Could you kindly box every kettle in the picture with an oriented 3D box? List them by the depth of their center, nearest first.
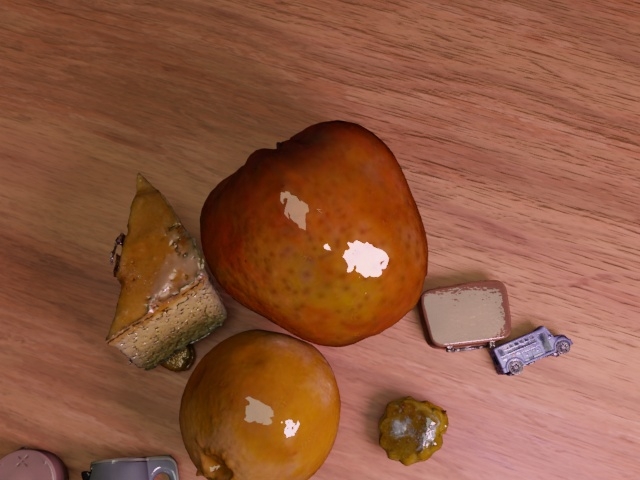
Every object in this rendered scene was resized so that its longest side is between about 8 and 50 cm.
[{"bbox_3d":[-0.385,0.571,1.298,0.210,0.160,0.243,1,69,-16],"label":"kettle"}]

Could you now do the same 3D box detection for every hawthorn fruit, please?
[{"bbox_3d":[0.000,0.000,1.282,0.472,0.472,0.472,0,76,2],"label":"hawthorn fruit"}]

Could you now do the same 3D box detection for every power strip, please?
[{"bbox_3d":[-0.621,0.517,1.339,0.154,0.078,0.154,0,69,0],"label":"power strip"}]

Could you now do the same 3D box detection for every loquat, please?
[{"bbox_3d":[-0.115,0.338,1.253,0.328,0.328,0.328,0,76,2],"label":"loquat"}]

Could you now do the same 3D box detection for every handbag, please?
[{"bbox_3d":[0.322,0.170,1.403,0.193,0.072,0.151,-9,75,-2],"label":"handbag"}]

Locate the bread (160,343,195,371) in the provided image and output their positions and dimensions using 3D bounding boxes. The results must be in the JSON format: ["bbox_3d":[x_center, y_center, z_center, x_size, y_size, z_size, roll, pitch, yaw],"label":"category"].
[{"bbox_3d":[-0.325,0.255,1.417,0.083,0.046,0.081,-13,77,-2],"label":"bread"}]

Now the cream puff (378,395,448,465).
[{"bbox_3d":[0.200,0.397,1.336,0.146,0.116,0.146,-8,76,31],"label":"cream puff"}]

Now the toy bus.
[{"bbox_3d":[0.459,0.237,1.378,0.167,0.073,0.076,-22,74,-3],"label":"toy bus"}]

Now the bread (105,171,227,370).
[{"bbox_3d":[-0.373,0.077,1.344,0.279,0.248,0.315,-41,61,-12],"label":"bread"}]
